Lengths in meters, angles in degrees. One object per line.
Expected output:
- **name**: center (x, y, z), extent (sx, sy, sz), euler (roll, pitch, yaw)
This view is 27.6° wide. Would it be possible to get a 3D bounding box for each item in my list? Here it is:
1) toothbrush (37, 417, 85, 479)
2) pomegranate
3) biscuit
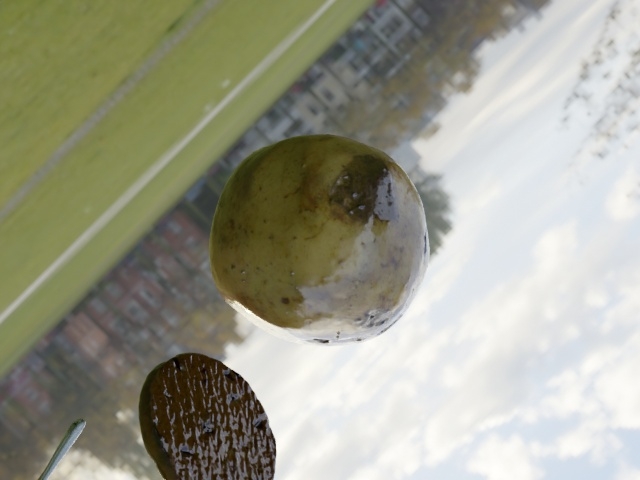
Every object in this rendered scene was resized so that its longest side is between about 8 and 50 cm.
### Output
- **toothbrush**: center (-0.335, 0.289, 1.501), extent (0.204, 0.022, 0.017), euler (-56, -150, -10)
- **pomegranate**: center (0.000, 0.000, 1.602), extent (0.281, 0.281, 0.281), euler (-45, -175, 5)
- **biscuit**: center (-0.134, 0.234, 1.575), extent (0.036, 0.212, 0.212), euler (-35, -170, 34)
